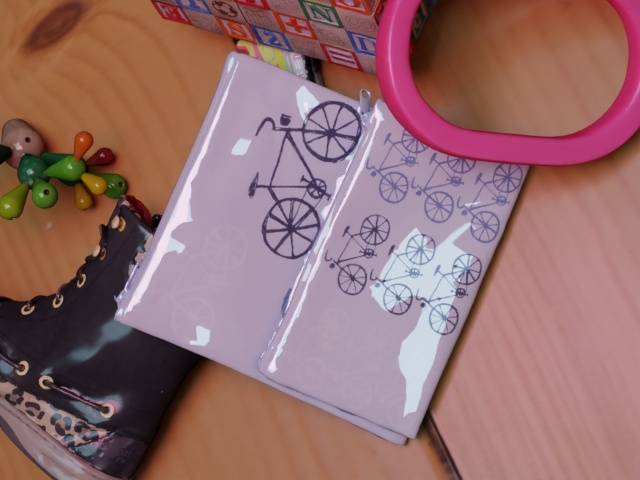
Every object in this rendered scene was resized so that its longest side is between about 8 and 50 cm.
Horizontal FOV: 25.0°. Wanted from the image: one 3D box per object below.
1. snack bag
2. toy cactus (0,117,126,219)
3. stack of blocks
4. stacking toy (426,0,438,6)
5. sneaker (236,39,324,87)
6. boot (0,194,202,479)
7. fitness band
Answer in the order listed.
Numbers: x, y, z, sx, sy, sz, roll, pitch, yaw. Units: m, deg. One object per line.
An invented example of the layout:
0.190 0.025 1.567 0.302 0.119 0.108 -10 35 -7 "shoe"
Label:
0.000 0.000 1.477 0.342 0.037 0.323 24 91 -2 "snack bag"
-0.332 -0.096 1.628 0.180 0.219 0.112 -126 39 -54 "toy cactus"
-0.053 -0.274 1.472 0.297 0.171 0.087 17 72 23 "stack of blocks"
0.239 -0.337 1.455 0.301 0.175 0.166 3 73 9 "stacking toy"
-0.042 -0.146 1.564 0.094 0.081 0.209 -18 65 18 "sneaker"
-0.283 0.069 1.588 0.377 0.138 0.284 42 99 17 "boot"
0.196 -0.178 1.401 0.290 0.054 0.209 4 95 -17 "fitness band"
